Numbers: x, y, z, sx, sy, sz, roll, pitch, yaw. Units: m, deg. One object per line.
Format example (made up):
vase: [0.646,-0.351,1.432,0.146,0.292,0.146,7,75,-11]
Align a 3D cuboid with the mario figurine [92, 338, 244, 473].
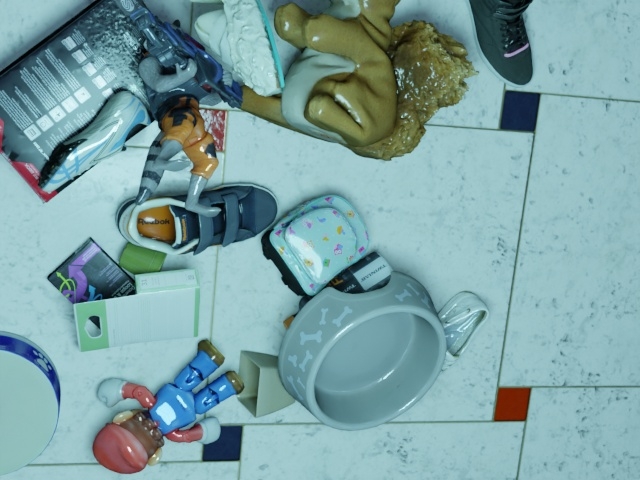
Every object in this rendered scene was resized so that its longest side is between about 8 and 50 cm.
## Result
mario figurine: [-0.320,0.340,1.946,0.320,0.198,0.170,-36,151,-12]

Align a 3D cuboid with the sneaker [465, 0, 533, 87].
sneaker: [0.370,-0.430,1.902,0.104,0.147,0.296,-29,110,-8]

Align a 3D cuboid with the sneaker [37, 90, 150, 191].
sneaker: [-0.401,-0.162,1.705,0.237,0.085,0.086,-42,121,2]

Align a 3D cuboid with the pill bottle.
pill bottle: [0.046,0.138,1.965,0.245,0.130,0.130,-33,109,-6]

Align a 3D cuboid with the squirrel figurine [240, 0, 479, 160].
squirrel figurine: [0.094,-0.360,1.821,0.397,0.281,0.370,20,87,-32]

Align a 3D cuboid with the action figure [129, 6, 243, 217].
action figure: [-0.263,-0.240,1.623,0.178,0.330,0.341,-17,154,18]

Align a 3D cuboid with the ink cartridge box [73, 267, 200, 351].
ink cartridge box: [-0.352,0.136,1.854,0.235,0.056,0.171,-5,142,-13]

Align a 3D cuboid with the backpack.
backpack: [0.000,0.000,1.906,0.188,0.144,0.166,-38,96,-24]

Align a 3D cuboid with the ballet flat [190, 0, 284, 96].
ballet flat: [-0.169,-0.420,1.706,0.147,0.147,0.409,-11,70,-12]

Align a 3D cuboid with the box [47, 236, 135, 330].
box: [-0.434,0.090,1.882,0.116,0.029,0.162,-43,111,-1]

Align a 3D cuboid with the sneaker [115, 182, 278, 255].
sneaker: [-0.228,-0.036,1.856,0.321,0.127,0.126,-8,104,-14]

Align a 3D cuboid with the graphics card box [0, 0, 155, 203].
graphics card box: [-0.431,-0.272,1.758,0.371,0.094,0.233,-38,111,-2]

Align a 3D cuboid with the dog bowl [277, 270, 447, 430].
dog bowl: [0.095,0.228,1.901,0.348,0.102,0.349,-14,128,-19]

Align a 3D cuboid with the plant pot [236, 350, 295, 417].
plant pot: [-0.105,0.292,1.983,0.096,0.109,0.109,0,104,-27]

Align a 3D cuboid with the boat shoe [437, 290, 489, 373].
boat shoe: [0.254,0.231,2.060,0.098,0.096,0.277,38,93,-21]

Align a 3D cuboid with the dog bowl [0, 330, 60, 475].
dog bowl: [-0.634,0.313,1.845,0.264,0.104,0.265,-4,105,-14]

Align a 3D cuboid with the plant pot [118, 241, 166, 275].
plant pot: [-0.347,0.040,1.872,0.079,0.083,0.083,25,96,-6]
